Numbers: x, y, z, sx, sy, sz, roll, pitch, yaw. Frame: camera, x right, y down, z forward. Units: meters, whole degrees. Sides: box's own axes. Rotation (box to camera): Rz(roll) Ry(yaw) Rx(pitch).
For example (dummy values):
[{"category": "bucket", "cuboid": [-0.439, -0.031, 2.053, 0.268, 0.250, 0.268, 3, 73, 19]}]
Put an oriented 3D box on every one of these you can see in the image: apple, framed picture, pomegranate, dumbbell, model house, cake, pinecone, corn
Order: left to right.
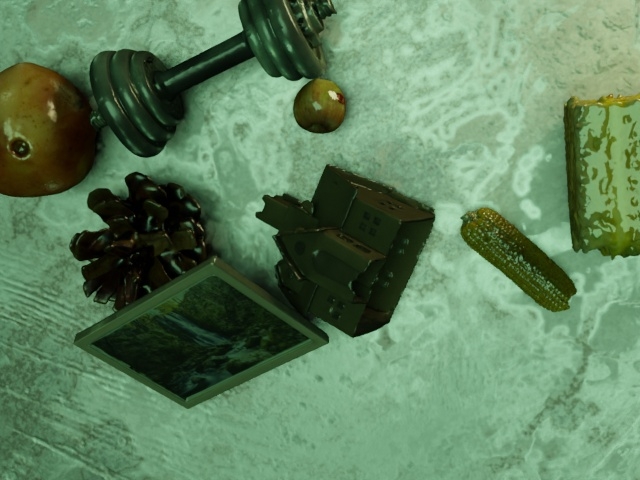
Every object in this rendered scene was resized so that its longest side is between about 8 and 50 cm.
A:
[{"category": "pomegranate", "cuboid": [-0.448, -0.162, 1.460, 0.209, 0.209, 0.209, 1, 98, 11]}, {"category": "pinecone", "cuboid": [-0.280, 0.005, 1.441, 0.229, 0.201, 0.202, -21, 114, 38]}, {"category": "framed picture", "cuboid": [-0.181, 0.148, 1.418, 0.324, 0.020, 0.240, -27, 129, 33]}, {"category": "dumbbell", "cuboid": [-0.164, -0.260, 1.401, 0.406, 0.179, 0.179, -24, 92, 12]}, {"category": "apple", "cuboid": [-0.001, -0.202, 1.427, 0.084, 0.084, 0.071, 2, 70, 11]}, {"category": "model house", "cuboid": [0.000, 0.000, 1.407, 0.243, 0.204, 0.211, 29, 104, 24]}, {"category": "corn", "cuboid": [0.292, 0.026, 1.404, 0.207, 0.068, 0.068, 40, 103, 4]}, {"category": "cake", "cuboid": [0.480, -0.094, 1.275, 0.286, 0.222, 0.227, -4, 99, 12]}]
